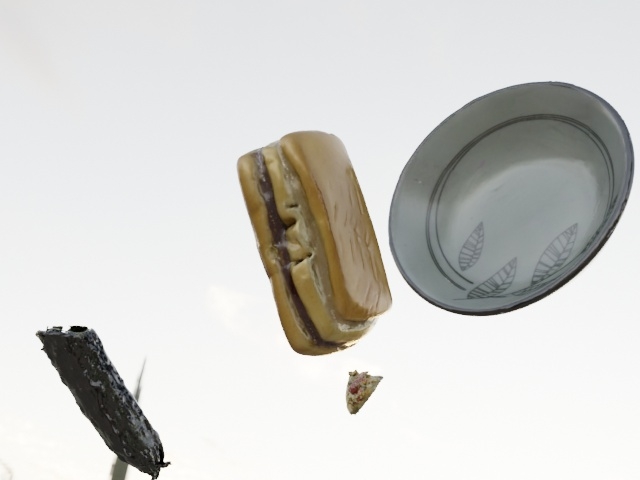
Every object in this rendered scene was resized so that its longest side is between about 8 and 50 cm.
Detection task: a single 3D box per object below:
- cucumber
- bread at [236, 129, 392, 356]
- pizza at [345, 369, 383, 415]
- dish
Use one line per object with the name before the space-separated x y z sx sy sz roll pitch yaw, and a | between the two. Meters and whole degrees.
cucumber | -0.202 0.150 0.904 0.053 0.053 0.181 -20 -76 43
bread | 0.000 0.000 0.862 0.077 0.200 0.116 -21 -8 27
pizza | 0.062 0.220 1.476 0.025 0.083 0.078 34 -55 -24
dish | 0.239 -0.037 1.160 0.316 0.316 0.106 -11 -33 33
